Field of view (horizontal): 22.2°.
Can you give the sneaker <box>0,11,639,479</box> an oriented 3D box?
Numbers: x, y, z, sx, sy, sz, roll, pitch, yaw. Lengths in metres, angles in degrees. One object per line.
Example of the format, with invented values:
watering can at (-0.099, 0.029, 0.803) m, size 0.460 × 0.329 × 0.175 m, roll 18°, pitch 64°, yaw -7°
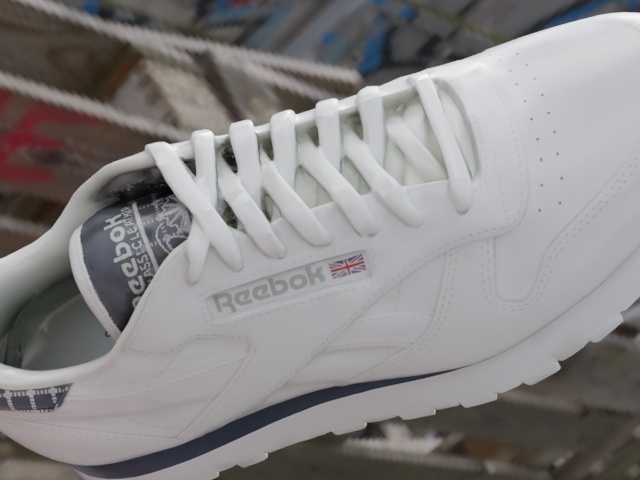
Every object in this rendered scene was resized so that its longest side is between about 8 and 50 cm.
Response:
sneaker at (0.000, 0.000, 0.454) m, size 0.095 × 0.235 × 0.090 m, roll 44°, pitch 22°, yaw -49°
